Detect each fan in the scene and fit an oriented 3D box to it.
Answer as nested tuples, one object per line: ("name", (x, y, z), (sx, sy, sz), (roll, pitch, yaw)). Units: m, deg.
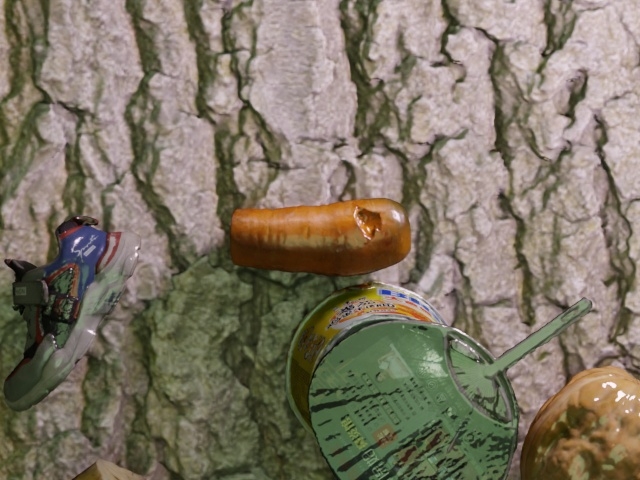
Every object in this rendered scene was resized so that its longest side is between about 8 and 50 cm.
("fan", (0.137, 0.184, 1.335), (0.294, 0.012, 0.223), (-7, 93, -2))

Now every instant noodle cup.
("instant noodle cup", (0.060, 0.151, 1.411), (0.205, 0.153, 0.205), (0, 93, -1))

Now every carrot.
("carrot", (0.000, 0.000, 1.437), (0.193, 0.087, 0.087), (-6, 93, -1))

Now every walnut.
("walnut", (0.289, 0.224, 1.422), (0.155, 0.155, 0.184), (38, 93, -4))

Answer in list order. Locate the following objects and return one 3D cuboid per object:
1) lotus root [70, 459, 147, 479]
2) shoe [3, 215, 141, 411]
("lotus root", (-0.263, 0.412, 1.373), (0.346, 0.250, 0.250), (-43, 94, 4))
("shoe", (-0.289, 0.067, 1.412), (0.125, 0.099, 0.227), (34, 85, -12))
